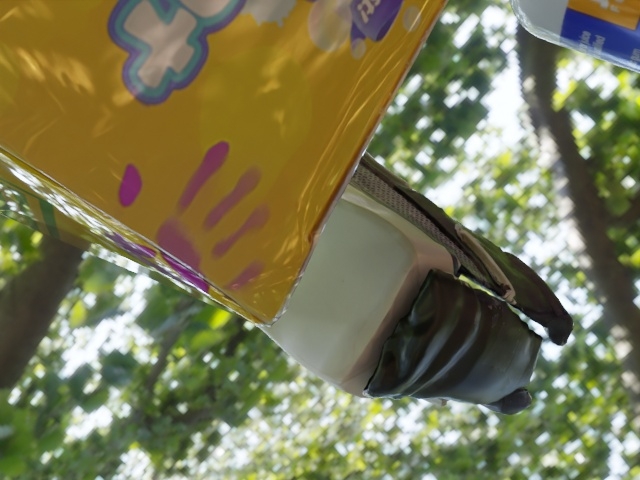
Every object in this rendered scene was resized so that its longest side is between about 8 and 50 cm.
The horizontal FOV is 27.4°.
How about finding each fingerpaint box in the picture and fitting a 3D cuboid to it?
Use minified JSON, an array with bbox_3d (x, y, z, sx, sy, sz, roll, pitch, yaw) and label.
[{"bbox_3d":[-0.065,-0.230,0.538,0.163,0.444,0.371,36,169,-37],"label":"fingerpaint box"}]

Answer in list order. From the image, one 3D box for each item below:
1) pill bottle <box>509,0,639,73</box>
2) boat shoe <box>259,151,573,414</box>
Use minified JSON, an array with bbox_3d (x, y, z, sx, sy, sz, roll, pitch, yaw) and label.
[{"bbox_3d":[0.182,-0.150,0.627,0.272,0.152,0.152,21,-150,11],"label":"pill bottle"},{"bbox_3d":[0.000,0.000,0.805,0.158,0.127,0.340,20,-164,-43],"label":"boat shoe"}]
